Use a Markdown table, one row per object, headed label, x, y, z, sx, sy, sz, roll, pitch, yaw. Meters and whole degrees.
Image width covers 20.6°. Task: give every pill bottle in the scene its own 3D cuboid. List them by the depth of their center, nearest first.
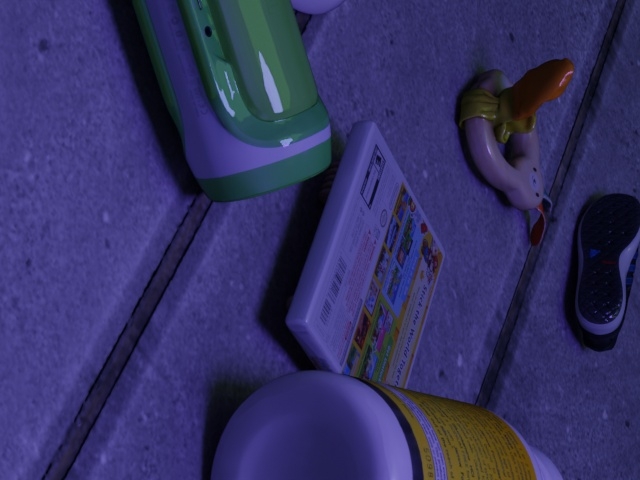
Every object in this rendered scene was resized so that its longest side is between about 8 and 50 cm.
| label | x | y | z | sx | sy | sz | roll | pitch | yaw |
| --- | --- | --- | --- | --- | --- | --- | --- | --- | --- |
| pill bottle | 0.075 | 0.223 | 1.504 | 0.334 | 0.188 | 0.188 | 18 | 68 | -52 |

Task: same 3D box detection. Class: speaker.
| label | x | y | z | sx | sy | sz | roll | pitch | yaw |
| --- | --- | --- | --- | --- | --- | --- | --- | --- | --- |
| speaker | -0.084 | -0.187 | 1.425 | 0.131 | 0.131 | 0.296 | -33 | 110 | -53 |

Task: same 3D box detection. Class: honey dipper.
| label | x | y | z | sx | sy | sz | roll | pitch | yaw |
| --- | --- | --- | --- | --- | --- | --- | --- | --- | --- |
| honey dipper | 0.000 | 0.000 | 1.588 | 0.030 | 0.030 | 0.160 | 47 | 49 | -39 |

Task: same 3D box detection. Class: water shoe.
| label | x | y | z | sx | sy | sz | roll | pitch | yaw |
| --- | --- | --- | --- | --- | --- | --- | --- | --- | --- |
| water shoe | 0.328 | 0.035 | 2.038 | 0.080 | 0.073 | 0.203 | 82 | 22 | -51 |

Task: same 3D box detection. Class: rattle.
| label | x | y | z | sx | sy | sz | roll | pitch | yaw |
| --- | --- | --- | --- | --- | --- | --- | --- | --- | --- |
| rattle | 0.245 | -0.096 | 1.874 | 0.199 | 0.143 | 0.130 | 60 | 21 | -18 |

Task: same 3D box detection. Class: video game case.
| label | x | y | z | sx | sy | sz | roll | pitch | yaw |
| --- | --- | --- | --- | --- | --- | --- | --- | --- | --- |
| video game case | 0.046 | 0.041 | 1.617 | 0.206 | 0.026 | 0.227 | 58 | 41 | -45 |

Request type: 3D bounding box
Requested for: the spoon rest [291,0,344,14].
| label | x | y | z | sx | sy | sz | roll | pitch | yaw |
| --- | --- | --- | --- | --- | --- | --- | --- | --- | --- |
| spoon rest | 0.035 | -0.292 | 1.679 | 0.276 | 0.084 | 0.137 | -16 | 95 | -42 |
